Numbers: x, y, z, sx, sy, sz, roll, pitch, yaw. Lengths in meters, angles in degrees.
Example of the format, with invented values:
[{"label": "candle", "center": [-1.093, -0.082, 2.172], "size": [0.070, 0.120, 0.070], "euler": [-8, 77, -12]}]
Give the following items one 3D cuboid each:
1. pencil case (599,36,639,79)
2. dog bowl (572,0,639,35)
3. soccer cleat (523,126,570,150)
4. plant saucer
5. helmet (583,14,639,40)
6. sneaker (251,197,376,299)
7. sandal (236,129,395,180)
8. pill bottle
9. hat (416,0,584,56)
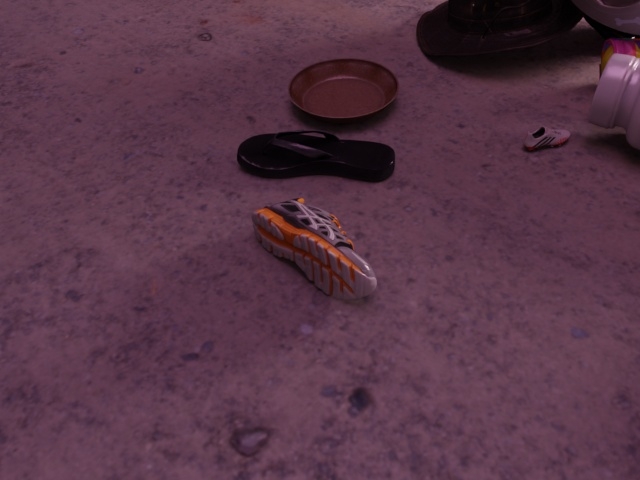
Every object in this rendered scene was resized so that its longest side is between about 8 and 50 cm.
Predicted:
[{"label": "pencil case", "center": [0.603, -0.296, 1.083], "size": [0.236, 0.104, 0.104], "euler": [5, 46, 6]}, {"label": "dog bowl", "center": [0.573, -0.495, 1.078], "size": [0.348, 0.102, 0.349], "euler": [-2, 63, 3]}, {"label": "soccer cleat", "center": [0.365, -0.168, 1.013], "size": [0.083, 0.036, 0.029], "euler": [-14, 45, -9]}, {"label": "plant saucer", "center": [0.041, -0.263, 1.135], "size": [0.198, 0.036, 0.199], "euler": [-2, 44, 2]}, {"label": "helmet", "center": [0.591, -0.464, 1.205], "size": [0.169, 0.169, 0.162], "euler": [-21, 61, -16]}, {"label": "sneaker", "center": [0.000, 0.000, 0.844], "size": [0.083, 0.084, 0.215], "euler": [-31, 50, -31]}, {"label": "sandal", "center": [-0.008, -0.147, 1.009], "size": [0.254, 0.055, 0.097], "euler": [3, 45, 8]}, {"label": "pill bottle", "center": [0.555, -0.192, 0.940], "size": [0.272, 0.152, 0.152], "euler": [23, 51, 26]}, {"label": "hat", "center": [0.329, -0.476, 1.200], "size": [0.331, 0.134, 0.331], "euler": [-15, 41, 14]}]
